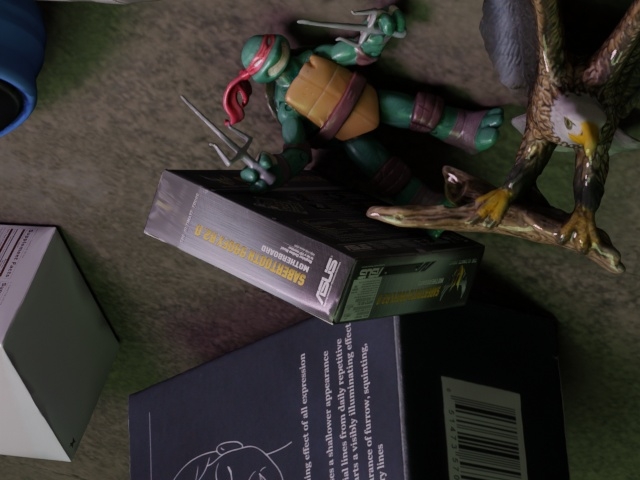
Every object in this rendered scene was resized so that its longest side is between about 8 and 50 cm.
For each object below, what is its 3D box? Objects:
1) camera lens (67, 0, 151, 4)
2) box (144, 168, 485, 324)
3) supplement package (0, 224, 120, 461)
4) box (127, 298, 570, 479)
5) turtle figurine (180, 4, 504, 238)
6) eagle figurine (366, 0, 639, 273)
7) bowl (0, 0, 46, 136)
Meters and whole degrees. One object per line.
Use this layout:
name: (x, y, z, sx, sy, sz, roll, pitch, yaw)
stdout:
camera lens: (-0.190, -0.270, 1.257, 0.274, 0.219, 0.219, 5, 141, 19)
box: (0.000, 0.000, 1.493, 0.183, 0.231, 0.056, 24, 103, 26)
supplement package: (-0.339, 0.096, 1.853, 0.203, 0.149, 0.194, 3, 140, 21)
box: (0.019, 0.245, 1.712, 0.212, 0.293, 0.395, 15, 153, -39)
turtle figurine: (0.017, -0.107, 1.467, 0.234, 0.118, 0.175, 29, 102, -14)
eagle figurine: (0.185, -0.130, 1.331, 0.226, 0.225, 0.298, -5, 116, -32)
bowl: (-0.412, -0.125, 1.490, 0.391, 0.077, 0.391, -6, 169, -1)
